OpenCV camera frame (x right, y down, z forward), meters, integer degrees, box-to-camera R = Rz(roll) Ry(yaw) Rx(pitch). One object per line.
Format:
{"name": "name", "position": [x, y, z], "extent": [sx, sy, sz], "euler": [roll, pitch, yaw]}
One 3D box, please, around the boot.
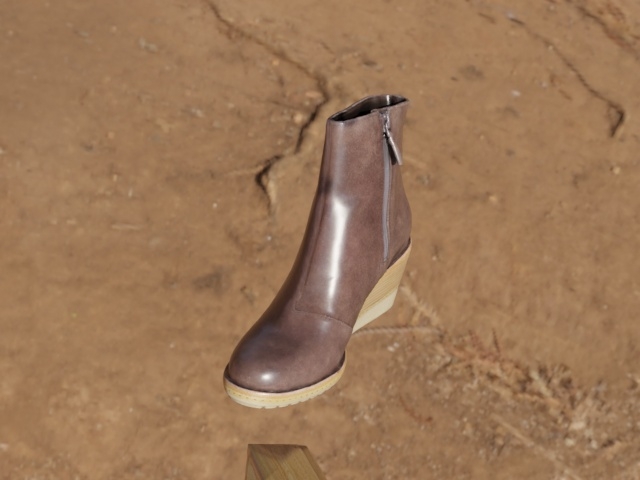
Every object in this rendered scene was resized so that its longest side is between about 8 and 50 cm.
{"name": "boot", "position": [0.000, 0.000, 0.756], "extent": [0.090, 0.207, 0.248], "euler": [15, 29, 27]}

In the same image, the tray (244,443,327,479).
{"name": "tray", "position": [-0.006, 0.347, 0.814], "extent": [0.076, 0.203, 0.411], "euler": [4, 7, -15]}
